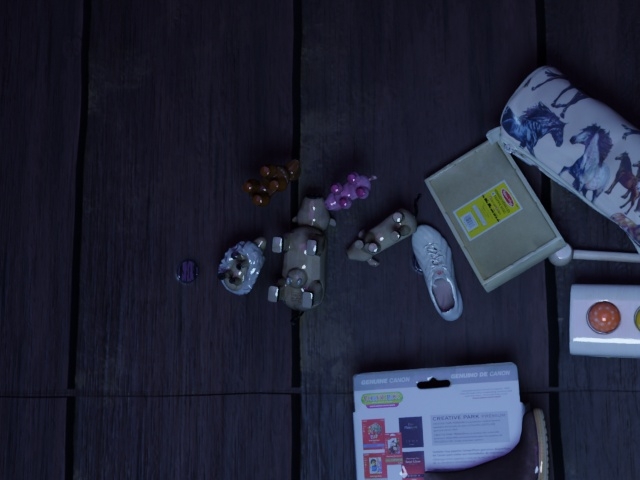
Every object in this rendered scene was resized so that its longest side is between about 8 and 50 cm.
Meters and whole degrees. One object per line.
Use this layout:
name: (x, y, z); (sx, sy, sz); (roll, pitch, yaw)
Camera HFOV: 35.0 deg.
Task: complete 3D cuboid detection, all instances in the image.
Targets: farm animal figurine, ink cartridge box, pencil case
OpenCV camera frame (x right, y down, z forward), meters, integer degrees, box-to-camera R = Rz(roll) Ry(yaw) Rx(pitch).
farm animal figurine: (0.000, 0.000, 1.957); (0.330, 0.172, 0.326); (24, 100, 12)
ink cartridge box: (0.224, 0.365, 1.827); (0.310, 0.130, 0.271); (-6, 80, 16)
pencil case: (0.498, -0.127, 1.793); (0.183, 0.160, 0.410); (-49, 64, 7)

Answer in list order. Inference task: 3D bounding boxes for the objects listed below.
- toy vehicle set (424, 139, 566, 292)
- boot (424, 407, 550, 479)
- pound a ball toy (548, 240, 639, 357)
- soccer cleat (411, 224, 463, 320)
toy vehicle set: (0.319, -0.054, 1.881); (0.166, 0.035, 0.266); (-31, 55, 11)
boot: (0.274, 0.396, 1.690); (0.207, 0.090, 0.248); (3, 87, 15)
pound a ball toy: (0.553, 0.102, 1.770); (0.319, 0.136, 0.208); (1, 81, 17)
soccer cleat: (0.221, 0.056, 1.913); (0.068, 0.076, 0.196); (-22, 74, 13)
